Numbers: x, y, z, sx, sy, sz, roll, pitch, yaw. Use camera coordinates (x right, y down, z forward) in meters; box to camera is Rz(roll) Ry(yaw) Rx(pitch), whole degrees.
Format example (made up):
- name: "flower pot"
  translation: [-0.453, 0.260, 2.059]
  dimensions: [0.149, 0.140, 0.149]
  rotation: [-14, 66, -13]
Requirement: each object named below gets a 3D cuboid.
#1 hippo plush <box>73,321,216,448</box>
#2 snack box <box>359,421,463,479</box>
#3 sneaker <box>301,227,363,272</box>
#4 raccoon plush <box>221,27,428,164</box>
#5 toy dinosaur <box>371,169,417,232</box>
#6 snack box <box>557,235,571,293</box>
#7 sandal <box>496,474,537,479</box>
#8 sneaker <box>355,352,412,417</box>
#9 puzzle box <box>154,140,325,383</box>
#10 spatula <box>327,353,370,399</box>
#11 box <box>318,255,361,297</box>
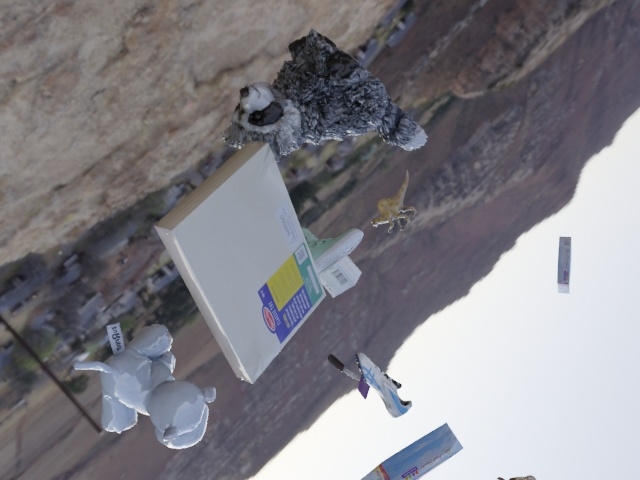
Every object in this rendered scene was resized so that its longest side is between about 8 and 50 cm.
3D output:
- name: "hippo plush"
  translation: [-0.329, 0.308, 1.520]
  dimensions: [0.234, 0.237, 0.294]
  rotation: [-54, 157, -38]
- name: "snack box"
  translation: [0.186, 0.477, 1.510]
  dimensions: [0.175, 0.070, 0.207]
  rotation: [-24, 160, -22]
- name: "sneaker"
  translation: [-0.001, 0.000, 2.179]
  dimensions: [0.256, 0.151, 0.094]
  rotation: [-34, 156, 18]
- name: "raccoon plush"
  translation: [0.016, -0.217, 1.502]
  dimensions: [0.299, 0.446, 0.216]
  rotation: [-52, -151, 6]
- name: "toy dinosaur"
  translation: [0.189, -0.079, 1.775]
  dimensions: [0.183, 0.093, 0.053]
  rotation: [-55, 177, 34]
- name: "snack box"
  translation: [0.697, 0.071, 2.038]
  dimensions: [0.100, 0.037, 0.141]
  rotation: [46, 50, -61]
- name: "sandal"
  translation: [0.491, 0.604, 1.731]
  dimensions: [0.079, 0.088, 0.240]
  rotation: [-41, 138, -11]
- name: "sneaker"
  translation: [0.189, 0.428, 2.161]
  dimensions: [0.086, 0.237, 0.085]
  rotation: [-37, -175, 4]
- name: "puzzle box"
  translation: [-0.135, 0.049, 1.388]
  dimensions: [0.272, 0.052, 0.408]
  rotation: [-48, 135, -34]
- name: "spatula"
  translation: [0.100, 0.458, 2.487]
  dimensions: [0.296, 0.030, 0.084]
  rotation: [26, -80, 56]
- name: "box"
  translation: [0.057, 0.108, 2.306]
  dimensions: [0.102, 0.101, 0.087]
  rotation: [-33, -168, 32]
